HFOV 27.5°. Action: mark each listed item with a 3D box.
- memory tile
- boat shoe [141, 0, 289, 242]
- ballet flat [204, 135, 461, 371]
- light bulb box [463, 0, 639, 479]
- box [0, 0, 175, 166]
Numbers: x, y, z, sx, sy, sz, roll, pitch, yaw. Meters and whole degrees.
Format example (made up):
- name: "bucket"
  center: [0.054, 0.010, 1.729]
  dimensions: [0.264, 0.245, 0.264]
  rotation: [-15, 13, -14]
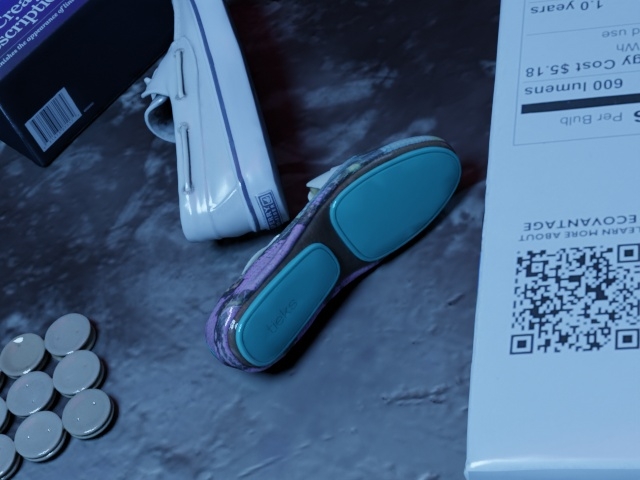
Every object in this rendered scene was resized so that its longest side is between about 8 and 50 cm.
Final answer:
- name: "memory tile"
  center: [-0.221, 0.119, 0.932]
  dimensions: [0.148, 0.012, 0.113]
  rotation: [-26, 49, 1]
- name: "boat shoe"
  center: [-0.094, -0.107, 1.014]
  dimensions: [0.088, 0.096, 0.268]
  rotation: [-18, 57, 1]
- name: "ballet flat"
  center: [0.000, 0.000, 0.909]
  dimensions: [0.221, 0.077, 0.079]
  rotation: [-45, 32, -15]
- name: "light bulb box"
  center: [0.276, 0.010, 0.687]
  dimensions: [0.357, 0.225, 0.361]
  rotation: [-3, 53, 18]
- name: "box"
  center: [-0.223, -0.213, 1.138]
  dimensions: [0.184, 0.103, 0.261]
  rotation: [28, 67, 38]
